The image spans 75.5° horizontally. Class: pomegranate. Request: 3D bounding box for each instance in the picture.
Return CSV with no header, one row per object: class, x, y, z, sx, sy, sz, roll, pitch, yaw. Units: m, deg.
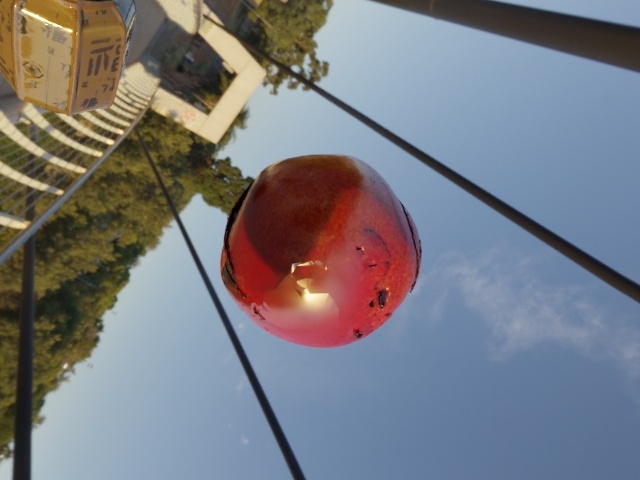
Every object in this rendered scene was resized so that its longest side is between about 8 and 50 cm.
pomegranate,0.000,0.000,0.450,0.210,0.210,0.235,-40,-149,31

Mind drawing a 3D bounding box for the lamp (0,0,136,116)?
lamp,-0.321,-0.260,0.516,0.185,0.161,0.161,-38,-152,47
